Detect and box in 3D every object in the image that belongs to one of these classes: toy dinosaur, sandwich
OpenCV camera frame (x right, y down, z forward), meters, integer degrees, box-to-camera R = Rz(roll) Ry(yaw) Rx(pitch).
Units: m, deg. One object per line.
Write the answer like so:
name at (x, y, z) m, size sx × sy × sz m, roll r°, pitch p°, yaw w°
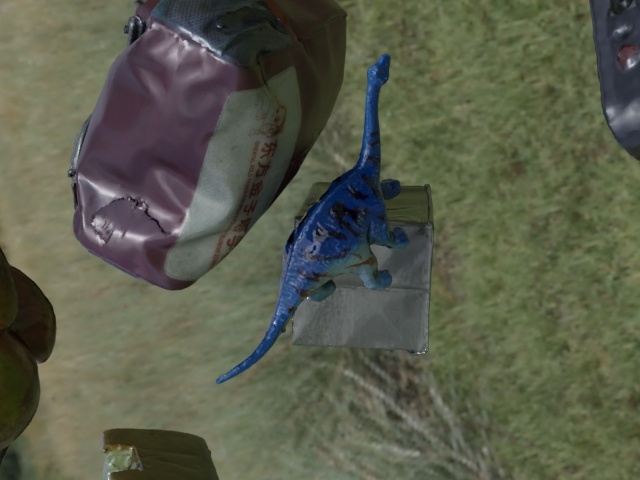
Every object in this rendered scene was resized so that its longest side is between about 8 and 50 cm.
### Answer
toy dinosaur at (0.022, -0.003, 1.128) m, size 0.076 × 0.144 × 0.329 m, roll 34°, pitch 99°, yaw 37°
sandwich at (-0.160, 0.292, 1.255) m, size 0.236 × 0.128 × 0.122 m, roll -138°, pitch 56°, yaw -70°

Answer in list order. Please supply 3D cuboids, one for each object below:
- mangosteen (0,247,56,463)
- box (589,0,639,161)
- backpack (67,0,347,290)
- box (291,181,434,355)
mangosteen at (-0.256, 0.073, 0.706) m, size 0.210 × 0.210 × 0.209 m, roll 165°, pitch 90°, yaw -73°
box at (0.272, -0.206, 0.932) m, size 0.058 × 0.211 × 0.350 m, roll -19°, pitch 62°, yaw 40°
backpack at (-0.094, -0.137, 1.176) m, size 0.197 × 0.317 × 0.283 m, roll 33°, pitch 124°, yaw 6°
box at (0.053, 0.026, 1.398) m, size 0.231 × 0.149 × 0.155 m, roll -69°, pitch -19°, yaw -76°
